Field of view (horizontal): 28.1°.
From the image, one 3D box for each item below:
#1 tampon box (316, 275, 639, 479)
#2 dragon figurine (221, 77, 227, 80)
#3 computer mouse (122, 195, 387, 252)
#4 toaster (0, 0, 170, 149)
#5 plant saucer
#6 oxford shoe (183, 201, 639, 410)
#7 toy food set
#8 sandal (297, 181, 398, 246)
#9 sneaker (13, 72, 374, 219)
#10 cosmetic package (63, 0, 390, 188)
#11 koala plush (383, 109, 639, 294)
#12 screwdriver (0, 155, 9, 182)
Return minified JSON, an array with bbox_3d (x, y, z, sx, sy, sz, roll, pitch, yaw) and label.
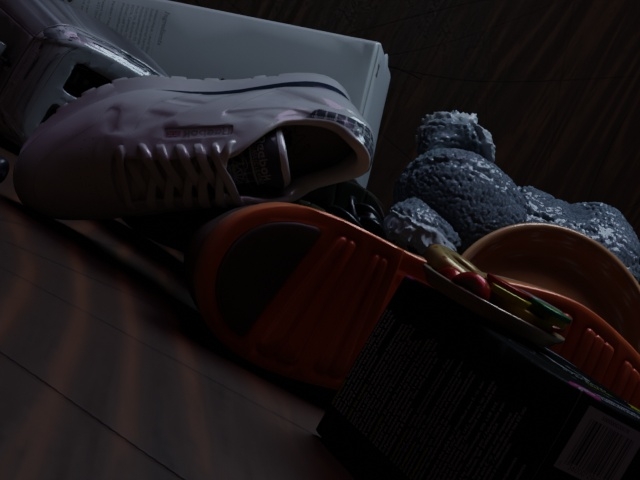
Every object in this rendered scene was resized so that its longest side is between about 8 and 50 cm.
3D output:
[{"bbox_3d":[0.097,0.106,0.640,0.120,0.101,0.161,28,4,-30],"label":"tampon box"},{"bbox_3d":[-0.068,-0.052,1.076,0.085,0.144,0.289,21,-2,0],"label":"dragon figurine"},{"bbox_3d":[-0.037,0.001,0.977,0.262,0.060,0.184,13,-34,32],"label":"computer mouse"},{"bbox_3d":[-0.206,-0.122,1.136,0.227,0.129,0.146,31,7,-34],"label":"toaster"},{"bbox_3d":[0.181,0.085,1.041,0.200,0.200,0.037,30,-24,-8],"label":"plant saucer"},{"bbox_3d":[0.079,0.069,0.842,0.364,0.130,0.133,29,-2,-17],"label":"oxford shoe"},{"bbox_3d":[0.090,0.029,0.649,0.083,0.020,0.083,28,4,-4],"label":"toy food set"},{"bbox_3d":[0.000,-0.001,1.273,0.086,0.120,0.303,44,-4,-29],"label":"sandal"},{"bbox_3d":[-0.083,-0.056,0.832,0.235,0.090,0.095,-13,30,-6],"label":"sneaker"},{"bbox_3d":[-0.116,-0.172,1.437,0.366,0.155,0.197,14,-2,9],"label":"cosmetic package"},{"bbox_3d":[0.156,-0.005,1.164,0.221,0.196,0.203,42,-42,-15],"label":"koala plush"},{"bbox_3d":[-0.274,-0.078,0.834,0.170,0.024,0.025,27,4,17],"label":"screwdriver"}]
